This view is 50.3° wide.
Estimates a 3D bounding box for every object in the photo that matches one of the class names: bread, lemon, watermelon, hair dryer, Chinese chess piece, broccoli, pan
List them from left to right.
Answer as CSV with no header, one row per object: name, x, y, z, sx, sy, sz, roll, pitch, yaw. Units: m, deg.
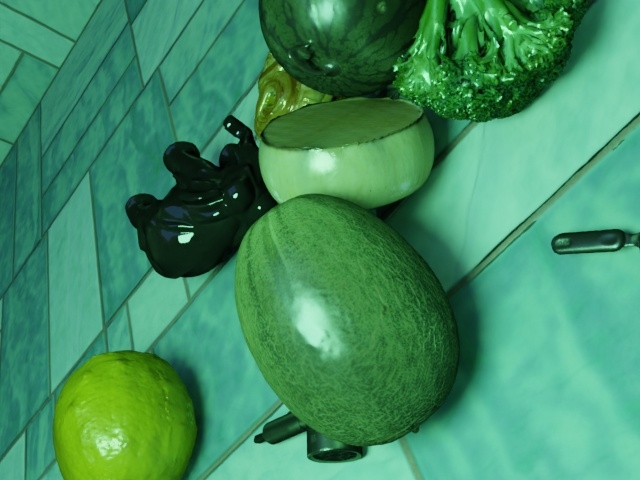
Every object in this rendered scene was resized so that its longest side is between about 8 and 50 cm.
lemon,-0.344,0.333,1.208,0.284,0.260,0.261,33,98,56
hair dryer,-0.035,0.249,1.035,0.248,0.077,0.196,-35,46,42
bread,-0.035,-0.282,1.244,0.198,0.120,0.236,-21,56,45
Chinese chess piece,0.037,-0.131,0.998,0.257,0.257,0.104,26,134,52
watermelon,0.046,-0.371,1.038,0.278,0.279,0.360,-17,45,45
broccoli,0.210,-0.278,0.892,0.269,0.242,0.261,-23,28,7
pan,0.359,-0.003,0.719,0.235,0.028,0.136,-6,67,45

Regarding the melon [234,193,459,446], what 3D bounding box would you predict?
melon,0.029,0.096,0.850,0.248,0.248,0.329,-38,84,32

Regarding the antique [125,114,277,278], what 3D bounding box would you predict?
antique,-0.223,-0.065,1.322,0.322,0.185,0.255,-46,38,13

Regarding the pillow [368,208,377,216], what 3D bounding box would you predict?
pillow,0.000,0.000,1.104,0.233,0.086,0.214,-42,49,31

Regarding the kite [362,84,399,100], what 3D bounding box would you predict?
kite,0.066,-0.271,1.223,0.335,0.011,0.314,-41,44,29
